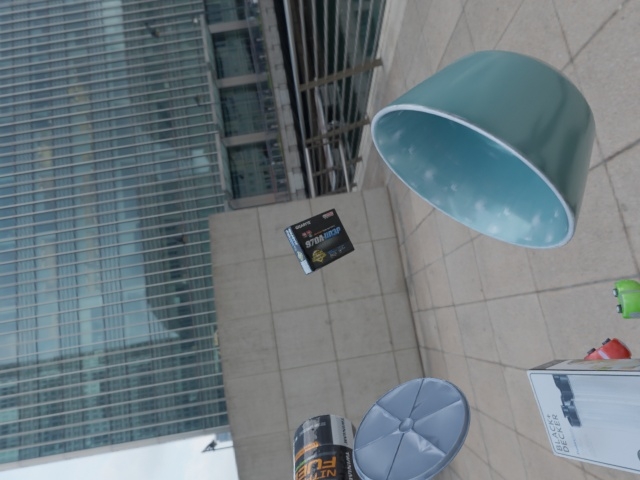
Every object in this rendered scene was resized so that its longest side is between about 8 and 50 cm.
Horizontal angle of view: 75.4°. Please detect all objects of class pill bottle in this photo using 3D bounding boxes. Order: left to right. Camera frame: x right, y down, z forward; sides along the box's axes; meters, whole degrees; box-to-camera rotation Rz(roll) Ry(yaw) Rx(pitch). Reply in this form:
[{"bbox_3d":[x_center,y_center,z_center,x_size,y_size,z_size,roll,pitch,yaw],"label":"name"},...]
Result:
[{"bbox_3d":[0.019,0.441,0.716,0.245,0.131,0.130,-100,1,-64],"label":"pill bottle"}]

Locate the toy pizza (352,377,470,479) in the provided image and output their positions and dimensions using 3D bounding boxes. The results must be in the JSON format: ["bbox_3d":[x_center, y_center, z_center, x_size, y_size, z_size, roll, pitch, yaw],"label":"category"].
[{"bbox_3d":[0.139,0.295,0.637,0.032,0.201,0.201,55,-175,-13],"label":"toy pizza"}]

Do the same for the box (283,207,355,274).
[{"bbox_3d":[0.000,0.000,1.450,0.051,0.220,0.175,-28,87,50],"label":"box"}]

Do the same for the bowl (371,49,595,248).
[{"bbox_3d":[0.245,-0.141,0.593,0.312,0.163,0.311,36,174,4],"label":"bowl"}]

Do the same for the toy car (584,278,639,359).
[{"bbox_3d":[0.739,0.195,0.964,0.053,0.239,0.224,43,-136,-61],"label":"toy car"}]

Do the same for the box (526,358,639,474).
[{"bbox_3d":[0.515,0.292,0.697,0.290,0.087,0.169,144,115,-65],"label":"box"}]
